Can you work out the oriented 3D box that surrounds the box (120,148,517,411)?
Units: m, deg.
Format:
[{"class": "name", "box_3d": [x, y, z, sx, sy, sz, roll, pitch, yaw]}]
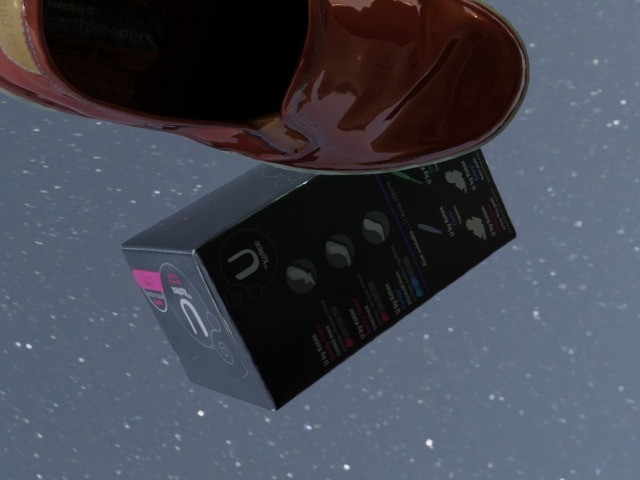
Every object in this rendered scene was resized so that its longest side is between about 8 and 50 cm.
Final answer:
[{"class": "box", "box_3d": [0.000, 0.000, 0.839, 0.270, 0.165, 0.143, -33, -74, -26]}]

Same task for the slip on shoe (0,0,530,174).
[{"class": "slip on shoe", "box_3d": [-0.016, -0.094, 0.514, 0.331, 0.101, 0.123, 5, -79, -33]}]
